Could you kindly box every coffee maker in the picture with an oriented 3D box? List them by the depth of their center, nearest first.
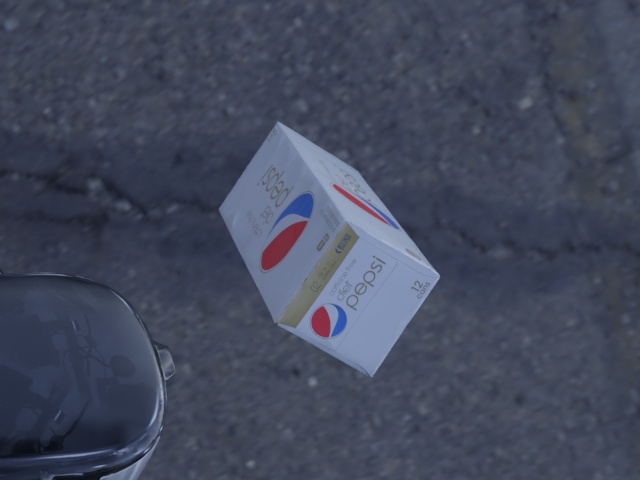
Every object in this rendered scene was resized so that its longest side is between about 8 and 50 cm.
[{"bbox_3d":[-0.146,0.105,0.669,0.171,0.178,0.120,-27,59,-32],"label":"coffee maker"}]

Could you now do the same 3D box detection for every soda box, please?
[{"bbox_3d":[0.000,0.000,1.126,0.069,0.216,0.074,31,99,-20],"label":"soda box"}]
